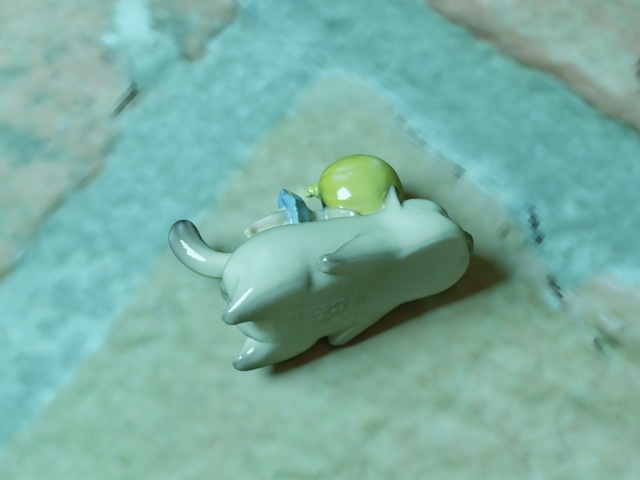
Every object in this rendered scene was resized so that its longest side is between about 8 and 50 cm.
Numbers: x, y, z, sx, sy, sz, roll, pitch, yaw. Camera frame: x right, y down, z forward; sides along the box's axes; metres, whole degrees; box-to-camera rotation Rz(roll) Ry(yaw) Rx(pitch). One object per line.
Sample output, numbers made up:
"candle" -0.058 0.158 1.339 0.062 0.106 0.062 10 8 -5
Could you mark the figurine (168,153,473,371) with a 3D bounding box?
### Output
"figurine" 0.000 0.000 0.452 0.083 0.047 0.050 -19 61 -14
